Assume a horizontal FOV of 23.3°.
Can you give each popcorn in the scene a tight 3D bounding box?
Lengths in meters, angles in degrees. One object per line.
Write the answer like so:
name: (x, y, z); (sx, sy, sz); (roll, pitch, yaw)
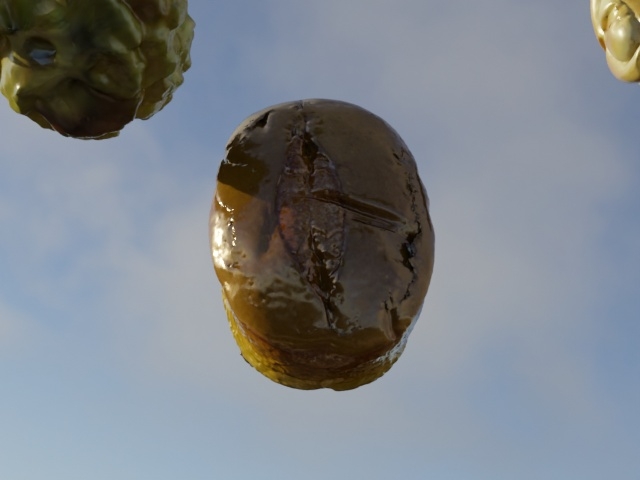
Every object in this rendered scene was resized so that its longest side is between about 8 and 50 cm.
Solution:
popcorn: (-0.204, -0.192, 1.328); (0.189, 0.169, 0.218); (10, -55, 4)

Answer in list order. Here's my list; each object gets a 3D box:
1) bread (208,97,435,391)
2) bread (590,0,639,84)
bread: (0.000, 0.000, 1.365); (0.195, 0.270, 0.143); (-1, -35, -2)
bread: (0.460, -0.234, 1.686); (0.311, 0.173, 0.121); (-8, -47, -1)
